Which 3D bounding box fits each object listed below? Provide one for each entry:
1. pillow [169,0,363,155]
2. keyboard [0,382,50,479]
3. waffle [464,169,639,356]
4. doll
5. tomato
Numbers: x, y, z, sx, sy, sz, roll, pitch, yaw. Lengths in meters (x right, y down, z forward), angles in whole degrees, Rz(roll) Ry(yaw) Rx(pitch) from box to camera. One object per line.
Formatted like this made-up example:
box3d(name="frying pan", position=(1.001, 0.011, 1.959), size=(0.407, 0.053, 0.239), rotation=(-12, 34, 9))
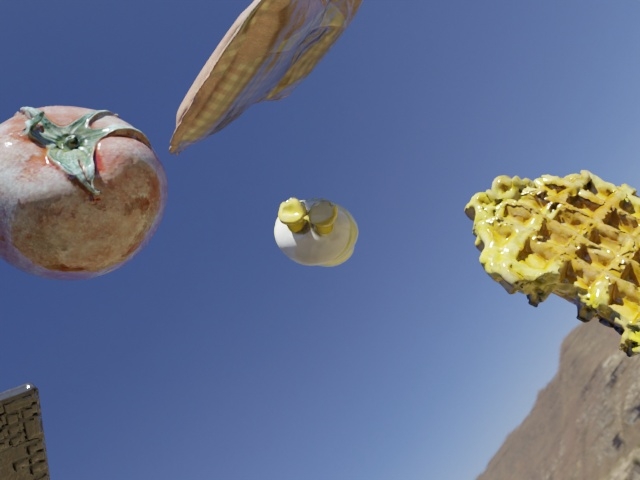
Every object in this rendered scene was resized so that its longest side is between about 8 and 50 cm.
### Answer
box3d(name="pillow", position=(-0.027, -0.135, 0.418), size=(0.135, 0.034, 0.211), rotation=(-48, 2, 32))
box3d(name="keyboard", position=(-0.203, 0.184, 0.377), size=(0.061, 0.013, 0.204), rotation=(-17, -56, -40))
box3d(name="waffle", position=(0.269, 0.018, 0.541), size=(0.291, 0.291, 0.051), rotation=(-29, -39, -37))
box3d(name="doll", position=(0.000, -0.012, 1.038), size=(0.296, 0.142, 0.117), rotation=(23, -114, -82))
box3d(name="tomato", position=(-0.425, -0.084, 1.004), size=(0.317, 0.317, 0.282), rotation=(-28, -32, -37))
